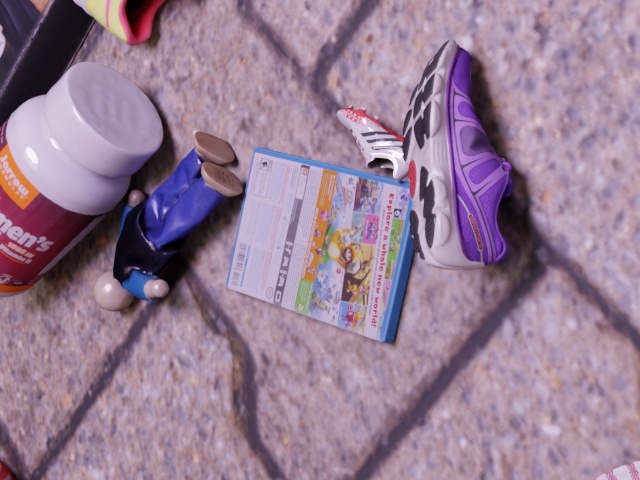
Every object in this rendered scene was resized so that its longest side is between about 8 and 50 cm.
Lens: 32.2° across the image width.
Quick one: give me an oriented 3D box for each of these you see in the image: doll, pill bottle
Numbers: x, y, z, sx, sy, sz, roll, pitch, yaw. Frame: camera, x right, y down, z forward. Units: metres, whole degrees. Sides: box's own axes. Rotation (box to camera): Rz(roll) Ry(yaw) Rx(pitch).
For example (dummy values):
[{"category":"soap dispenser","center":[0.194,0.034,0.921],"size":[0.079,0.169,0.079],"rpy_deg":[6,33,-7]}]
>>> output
[{"category":"doll","center":[-0.140,-0.003,0.949],"size":[0.189,0.046,0.129],"rpy_deg":[-45,43,29]},{"category":"pill bottle","center":[-0.247,-0.053,0.994],"size":[0.221,0.121,0.121],"rpy_deg":[-39,64,30]}]

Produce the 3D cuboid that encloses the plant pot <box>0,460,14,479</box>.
[{"category":"plant pot","center":[-0.389,0.282,1.042],"size":[0.191,0.191,0.174],"rpy_deg":[19,96,38]}]

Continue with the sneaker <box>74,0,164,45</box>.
[{"category":"sneaker","center":[-0.130,-0.254,0.951],"size":[0.094,0.081,0.208],"rpy_deg":[54,125,20]}]

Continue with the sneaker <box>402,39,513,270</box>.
[{"category":"sneaker","center":[0.097,-0.057,0.765],"size":[0.068,0.071,0.170],"rpy_deg":[127,146,-64]}]

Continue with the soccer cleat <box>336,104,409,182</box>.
[{"category":"soccer cleat","center":[0.038,-0.072,0.822],"size":[0.083,0.029,0.036],"rpy_deg":[34,82,30]}]

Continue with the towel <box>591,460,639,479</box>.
[{"category":"towel","center":[0.179,0.227,0.697],"size":[0.197,0.029,0.144],"rpy_deg":[-34,67,35]}]

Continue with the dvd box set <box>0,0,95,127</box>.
[{"category":"dvd box set","center":[-0.363,-0.329,1.144],"size":[0.420,0.062,0.308],"rpy_deg":[50,116,29]}]

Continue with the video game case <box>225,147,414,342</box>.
[{"category":"video game case","center":[0.000,0.000,0.861],"size":[0.166,0.015,0.119],"rpy_deg":[16,96,38]}]
